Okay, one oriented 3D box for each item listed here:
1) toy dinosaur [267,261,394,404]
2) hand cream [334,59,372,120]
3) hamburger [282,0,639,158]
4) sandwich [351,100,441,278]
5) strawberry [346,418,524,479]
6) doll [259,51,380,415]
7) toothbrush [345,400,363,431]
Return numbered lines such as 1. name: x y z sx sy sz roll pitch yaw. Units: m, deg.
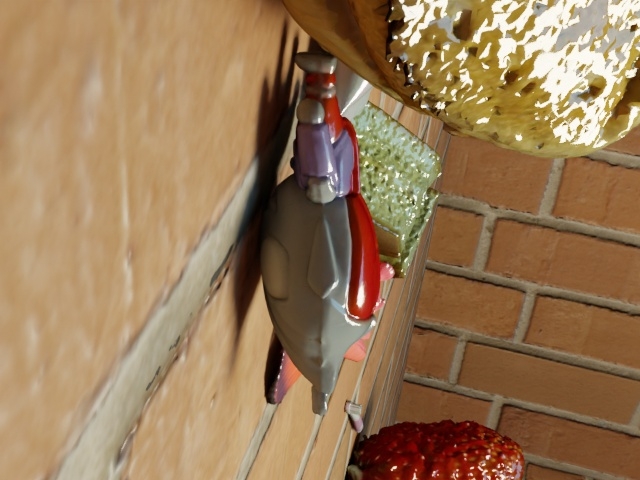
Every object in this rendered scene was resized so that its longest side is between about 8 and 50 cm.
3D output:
1. toy dinosaur: -0.001 0.092 0.780 0.286 0.070 0.139 93 23 -62
2. hand cream: 0.071 -0.256 0.607 0.185 0.118 0.358 -62 170 -62
3. hamburger: 0.116 -0.200 0.445 0.284 0.174 0.304 20 102 -54
4. sandwich: 0.051 -0.029 0.803 0.244 0.088 0.090 79 29 -69
5. strawberry: 0.214 0.487 1.745 0.292 0.343 0.292 -2 90 -69
6. doll: 0.000 0.000 0.567 0.102 0.075 0.227 -81 172 -75
7. toothbrush: 0.060 0.292 1.515 0.286 0.025 0.020 76 28 -72
